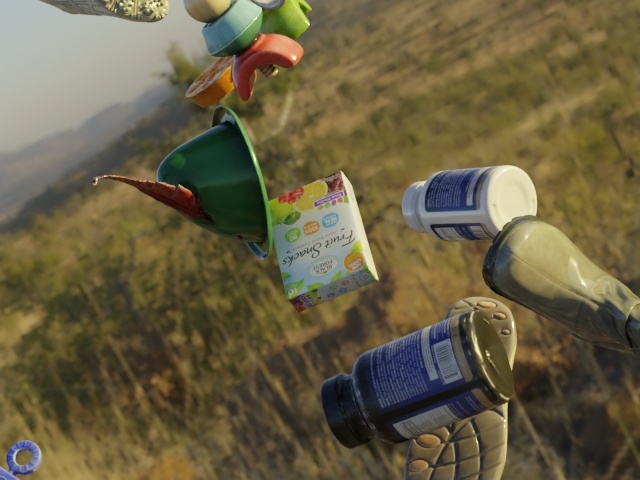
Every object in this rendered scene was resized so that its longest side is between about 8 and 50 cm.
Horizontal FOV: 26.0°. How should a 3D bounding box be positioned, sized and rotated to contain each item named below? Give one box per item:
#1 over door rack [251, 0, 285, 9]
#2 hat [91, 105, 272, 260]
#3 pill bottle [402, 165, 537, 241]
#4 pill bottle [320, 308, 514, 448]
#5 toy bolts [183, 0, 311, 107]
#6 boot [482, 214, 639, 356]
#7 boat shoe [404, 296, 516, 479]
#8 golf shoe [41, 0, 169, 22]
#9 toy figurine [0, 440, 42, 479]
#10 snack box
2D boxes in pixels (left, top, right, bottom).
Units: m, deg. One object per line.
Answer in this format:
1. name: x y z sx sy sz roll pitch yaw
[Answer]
1. over door rack: -0.066 -0.365 1.015 0.108 0.324 0.239 -17 32 53
2. hat: -0.167 -0.048 1.517 0.183 0.208 0.173 -18 40 -16
3. pill bottle: 0.186 -0.046 1.778 0.094 0.094 0.169 -35 20 -34
4. pill bottle: 0.116 0.178 1.709 0.219 0.123 0.123 -23 11 20
5. toy bolts: -0.129 -0.280 1.802 0.218 0.158 0.228 -37 19 13
6. boot: 0.270 0.061 1.292 0.161 0.246 0.083 29 90 43
7. boat shoe: 0.204 0.259 1.921 0.132 0.355 0.130 13 -19 15
8. golf shoe: -0.260 -0.287 1.593 0.086 0.176 0.069 136 150 -70
9. toy figurine: -0.389 0.304 1.516 0.217 0.362 0.191 -55 -26 -13
10. snack box: 0.000 0.000 1.572 0.100 0.037 0.141 -23 53 12
